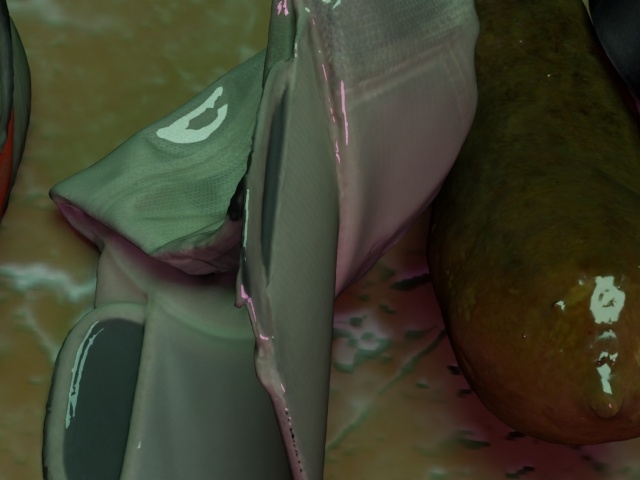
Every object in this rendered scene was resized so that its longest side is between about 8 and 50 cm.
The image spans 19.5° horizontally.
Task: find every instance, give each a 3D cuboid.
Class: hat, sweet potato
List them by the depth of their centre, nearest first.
[{"bbox_3d":[0.000,0.000,0.622,0.164,0.219,0.226,-8,68,-31],"label":"hat"},{"bbox_3d":[0.078,-0.032,0.709,0.097,0.097,0.292,-1,44,-10],"label":"sweet potato"}]

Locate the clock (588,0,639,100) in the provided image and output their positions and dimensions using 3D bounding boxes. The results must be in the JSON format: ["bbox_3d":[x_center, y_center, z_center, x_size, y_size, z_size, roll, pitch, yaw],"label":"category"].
[{"bbox_3d":[0.250,-0.013,0.673,0.276,0.120,0.379,7,47,-25],"label":"clock"}]

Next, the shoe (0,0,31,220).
[{"bbox_3d":[-0.173,-0.007,0.599,0.132,0.171,0.336,13,53,0],"label":"shoe"}]
